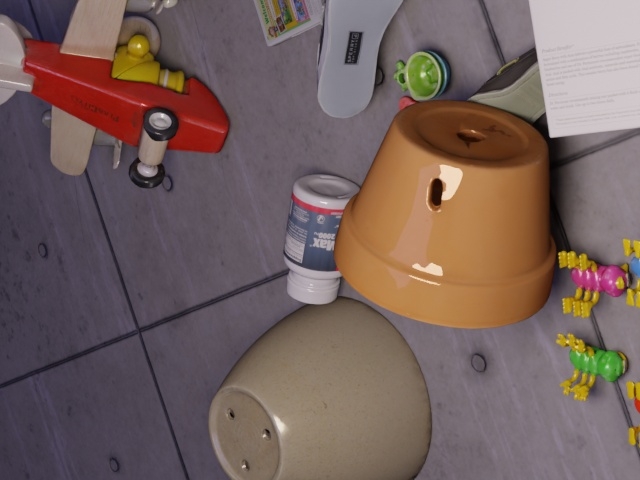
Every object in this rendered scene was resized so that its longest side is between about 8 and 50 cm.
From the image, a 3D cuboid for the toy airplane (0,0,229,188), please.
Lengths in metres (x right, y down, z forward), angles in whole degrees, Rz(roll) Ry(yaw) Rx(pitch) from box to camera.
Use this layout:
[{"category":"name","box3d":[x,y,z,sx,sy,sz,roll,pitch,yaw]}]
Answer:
[{"category":"toy airplane","box3d":[-0.369,-0.283,2.360,0.386,0.272,0.384,-9,127,34]}]

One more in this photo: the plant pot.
[{"category":"plant pot","box3d":[0.173,-0.049,1.840,0.291,0.291,0.203,32,127,36]}]

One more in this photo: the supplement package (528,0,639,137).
[{"category":"supplement package","box3d":[0.364,-0.282,1.671,0.177,0.175,0.293,-2,100,48]}]

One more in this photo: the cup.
[{"category":"cup","box3d":[-0.029,0.272,2.193,0.331,0.237,0.331,16,113,42]}]

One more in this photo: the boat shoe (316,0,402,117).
[{"category":"boat shoe","box3d":[0.053,-0.326,2.030,0.105,0.113,0.306,-103,16,-50]}]

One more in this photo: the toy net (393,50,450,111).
[{"category":"toy net","box3d":[0.157,-0.148,2.018,0.122,0.045,0.232,-12,93,47]}]

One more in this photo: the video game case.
[{"category":"video game case","box3d":[-0.044,-0.423,2.163,0.193,0.023,0.212,-18,89,47]}]

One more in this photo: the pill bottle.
[{"category":"pill bottle","box3d":[0.000,0.000,2.177,0.108,0.108,0.180,29,122,37]}]

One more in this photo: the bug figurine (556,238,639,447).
[{"category":"bug figurine","box3d":[0.397,0.116,1.828,0.216,0.072,0.279,17,118,49]}]

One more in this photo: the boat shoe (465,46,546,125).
[{"category":"boat shoe","box3d":[0.264,-0.196,1.881,0.081,0.068,0.228,42,141,-16]}]
